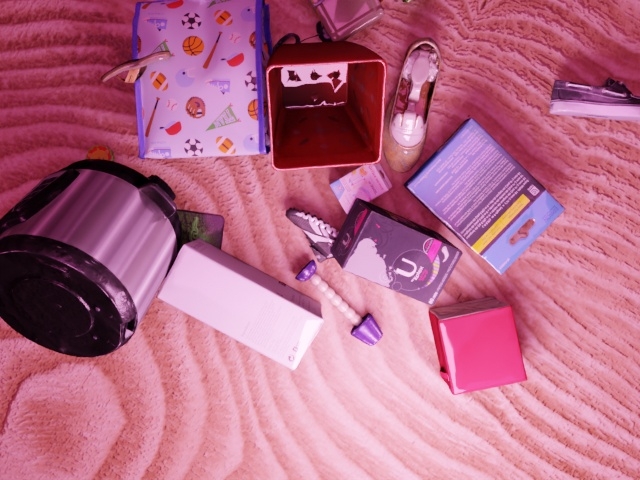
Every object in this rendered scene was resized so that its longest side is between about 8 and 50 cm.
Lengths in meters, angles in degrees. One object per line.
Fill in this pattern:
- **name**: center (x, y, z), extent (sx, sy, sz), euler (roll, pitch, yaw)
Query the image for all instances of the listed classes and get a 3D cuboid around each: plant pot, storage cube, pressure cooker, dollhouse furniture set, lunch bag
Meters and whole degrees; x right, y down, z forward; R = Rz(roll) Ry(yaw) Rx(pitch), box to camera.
- **plant pot**: center (0.001, -0.351, 1.578), extent (0.267, 0.236, 0.267), euler (-4, 129, -5)
- **storage cube**: center (0.399, 0.264, 1.678), extent (0.215, 0.183, 0.193), euler (-13, 92, 2)
- **pressure cooker**: center (-0.539, 0.018, 1.555), extent (0.370, 0.420, 0.375), euler (13, 133, 6)
- **dollhouse furniture set**: center (0.116, -0.651, 1.628), extent (0.301, 0.151, 0.197), euler (-27, 108, 15)
- **lunch bag**: center (-0.280, -0.403, 1.616), extent (0.328, 0.239, 0.385), euler (-3, 101, 3)

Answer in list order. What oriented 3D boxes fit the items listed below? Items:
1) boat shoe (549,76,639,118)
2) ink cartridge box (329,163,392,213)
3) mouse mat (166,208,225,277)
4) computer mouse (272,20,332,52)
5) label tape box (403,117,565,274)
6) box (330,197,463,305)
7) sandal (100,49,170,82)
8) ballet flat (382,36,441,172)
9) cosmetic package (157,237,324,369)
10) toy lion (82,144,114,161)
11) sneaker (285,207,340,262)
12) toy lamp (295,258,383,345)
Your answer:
- **boat shoe**: center (0.746, -0.366, 1.675), extent (0.301, 0.108, 0.102), euler (6, 95, 7)
- **ink cartridge box**: center (0.107, -0.143, 1.699), extent (0.143, 0.090, 0.092), euler (-31, 93, 3)
- **mouse mat**: center (-0.342, 0.017, 1.758), extent (0.152, 0.007, 0.189), euler (7, 95, 0)
- **computer mouse**: center (-0.015, -0.533, 1.705), extent (0.242, 0.041, 0.071), euler (-19, 110, 7)
- **label tape box**: center (0.417, -0.113, 1.690), extent (0.334, 0.106, 0.240), euler (44, 94, -3)
- **box**: center (0.187, 0.028, 1.639), extent (0.270, 0.143, 0.165), euler (22, 102, -18)
- **sandal**: center (-0.424, -0.391, 1.500), extent (0.180, 0.072, 0.049), euler (-15, 113, 10)
- **ballet flat**: center (0.235, -0.350, 1.672), extent (0.123, 0.123, 0.348), euler (13, 94, 0)
- **cosmetic package**: center (-0.195, 0.153, 1.660), extent (0.385, 0.217, 0.156), euler (30, 94, -5)
- **toy lion**: center (-0.596, -0.203, 1.735), extent (0.100, 0.034, 0.096), euler (-16, 87, 2)
- **sneaker**: center (0.000, 0.000, 1.716), extent (0.234, 0.078, 0.106), euler (29, 91, -3)
- **toy lamp**: center (0.053, 0.170, 1.728), extent (0.275, 0.080, 0.080), euler (43, 93, -2)
